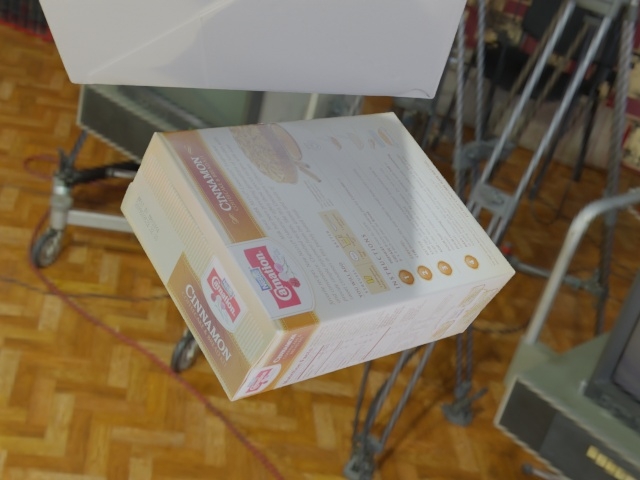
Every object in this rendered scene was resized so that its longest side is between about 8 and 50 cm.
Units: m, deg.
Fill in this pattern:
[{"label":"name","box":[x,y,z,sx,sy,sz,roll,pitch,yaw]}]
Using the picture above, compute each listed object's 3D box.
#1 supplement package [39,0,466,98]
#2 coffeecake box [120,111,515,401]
[{"label":"supplement package","box":[-0.027,-0.190,0.449,0.204,0.262,0.145,2,71,-2]},{"label":"coffeecake box","box":[0.000,0.000,0.598,0.186,0.068,0.142,-10,56,-40]}]
